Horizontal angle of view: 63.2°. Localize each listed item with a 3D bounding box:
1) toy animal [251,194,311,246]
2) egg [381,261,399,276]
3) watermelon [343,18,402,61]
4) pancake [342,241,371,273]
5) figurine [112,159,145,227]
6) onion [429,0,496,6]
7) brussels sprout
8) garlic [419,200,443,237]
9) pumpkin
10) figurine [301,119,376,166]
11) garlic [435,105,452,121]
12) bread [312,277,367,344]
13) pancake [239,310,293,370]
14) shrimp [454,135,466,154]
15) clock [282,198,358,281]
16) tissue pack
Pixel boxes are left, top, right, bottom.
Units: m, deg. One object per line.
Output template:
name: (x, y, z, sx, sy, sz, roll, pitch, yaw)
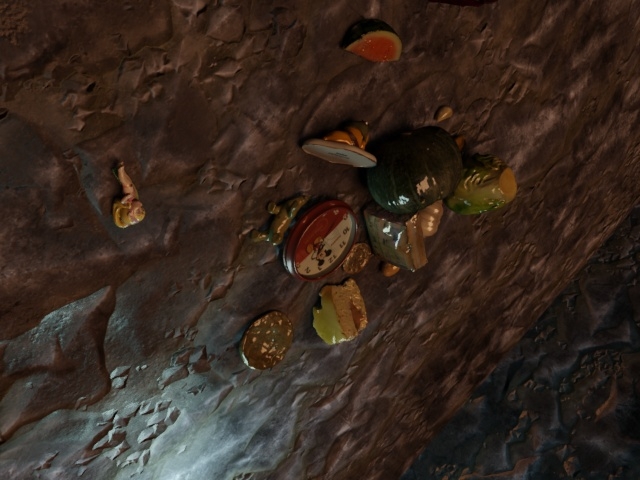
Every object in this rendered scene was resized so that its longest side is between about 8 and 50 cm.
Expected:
toy animal: (-0.120, -0.069, 1.677, 0.219, 0.103, 0.101, -61, 154, 5)
egg: (0.285, 0.109, 2.121, 0.083, 0.071, 0.071, -44, 135, -6)
watermelon: (0.171, -0.611, 1.600, 0.245, 0.063, 0.119, -8, 139, -42)
pancake: (0.140, 0.070, 2.011, 0.139, 0.022, 0.140, -21, 127, -30)
figurine: (-0.504, -0.115, 1.339, 0.083, 0.083, 0.188, -23, 134, -28)
onion: (0.438, -0.896, 1.457, 0.420, 0.398, 0.398, -61, 141, -27)
brussels sprout: (0.623, -0.224, 2.067, 0.259, 0.294, 0.227, -46, 120, -31)
garlic: (0.350, -0.113, 2.000, 0.225, 0.199, 0.199, 21, 103, -14)
pumpkin: (0.324, -0.247, 1.787, 0.327, 0.291, 0.258, -34, 113, -32)
figurine: (0.071, -0.330, 1.648, 0.249, 0.166, 0.141, 13, 84, -30)
garlic: (0.464, -0.473, 1.935, 0.083, 0.041, 0.053, -21, 133, -38)
bread: (0.058, 0.295, 2.046, 0.183, 0.224, 0.211, -11, 164, -42)
pancake: (-0.197, 0.362, 1.900, 0.241, 0.050, 0.242, -21, 122, -38)
shrimp: (0.490, -0.300, 2.045, 0.262, 0.066, 0.117, -47, 136, -2)
clock: (0.000, 0.000, 1.811, 0.318, 0.080, 0.319, -27, 135, -31)
tissue pack: (0.276, -0.013, 1.936, 0.123, 0.215, 0.257, -42, 135, -28)
